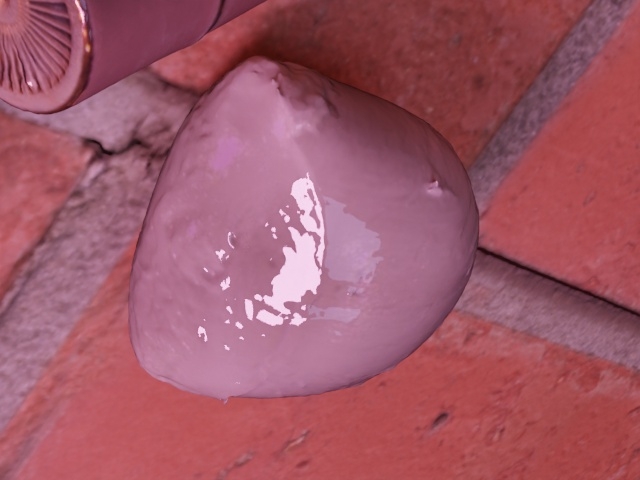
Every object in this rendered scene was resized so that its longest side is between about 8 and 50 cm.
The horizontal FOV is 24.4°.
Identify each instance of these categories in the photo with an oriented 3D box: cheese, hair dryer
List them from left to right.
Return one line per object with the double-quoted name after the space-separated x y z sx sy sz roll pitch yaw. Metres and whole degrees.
-0.080 -0.238 0.584 0.189 0.107 0.344 -36 134 -40 "hair dryer"
0.000 0.000 0.843 0.189 0.154 0.198 -3 127 -47 "cheese"
